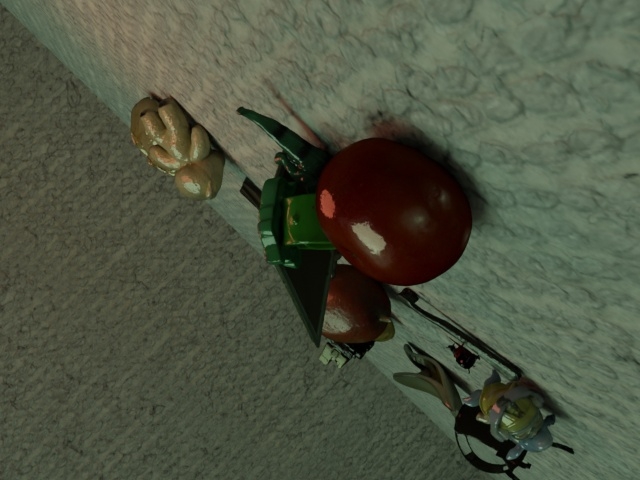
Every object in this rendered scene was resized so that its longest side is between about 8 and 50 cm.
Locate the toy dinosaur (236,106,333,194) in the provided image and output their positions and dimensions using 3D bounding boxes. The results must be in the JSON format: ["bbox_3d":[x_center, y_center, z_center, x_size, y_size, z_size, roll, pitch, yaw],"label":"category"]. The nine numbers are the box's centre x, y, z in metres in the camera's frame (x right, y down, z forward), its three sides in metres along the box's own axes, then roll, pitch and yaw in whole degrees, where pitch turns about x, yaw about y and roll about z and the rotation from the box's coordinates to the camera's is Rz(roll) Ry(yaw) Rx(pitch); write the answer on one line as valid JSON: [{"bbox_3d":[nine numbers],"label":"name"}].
[{"bbox_3d":[-0.016,-0.108,1.003,0.292,0.079,0.120,43,166,-12],"label":"toy dinosaur"}]

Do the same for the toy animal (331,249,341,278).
[{"bbox_3d":[0.016,-0.010,1.360,0.260,0.087,0.243,21,143,60],"label":"toy animal"}]

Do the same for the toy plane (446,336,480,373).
[{"bbox_3d":[0.282,0.225,1.275,0.060,0.037,0.145,33,-171,4],"label":"toy plane"}]

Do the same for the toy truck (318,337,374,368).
[{"bbox_3d":[0.099,0.277,1.845,0.127,0.127,0.257,36,-150,15],"label":"toy truck"}]

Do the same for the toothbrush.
[{"bbox_3d":[0.268,0.181,1.253,0.297,0.030,0.030,36,165,33],"label":"toothbrush"}]

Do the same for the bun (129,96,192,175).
[{"bbox_3d":[-0.446,-0.278,1.839,0.287,0.146,0.287,40,169,9],"label":"bun"}]

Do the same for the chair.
[{"bbox_3d":[0.410,0.435,1.387,0.213,0.174,0.149,18,152,45],"label":"chair"}]

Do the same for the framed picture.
[{"bbox_3d":[-0.035,0.007,1.088,0.019,0.232,0.296,-5,134,17],"label":"framed picture"}]

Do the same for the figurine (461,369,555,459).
[{"bbox_3d":[0.368,0.335,1.237,0.184,0.128,0.208,53,171,-37],"label":"figurine"}]

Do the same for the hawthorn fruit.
[{"bbox_3d":[0.083,0.156,1.500,0.251,0.199,0.199,9,147,53],"label":"hawthorn fruit"}]

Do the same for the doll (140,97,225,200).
[{"bbox_3d":[-0.350,-0.242,1.673,0.175,0.149,0.278,8,132,57],"label":"doll"}]

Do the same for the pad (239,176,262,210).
[{"bbox_3d":[-0.154,-0.090,1.888,0.220,0.004,0.330,44,171,-5],"label":"pad"}]

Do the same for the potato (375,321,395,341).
[{"bbox_3d":[0.135,0.212,1.770,0.107,0.080,0.170,-5,-136,-40],"label":"potato"}]

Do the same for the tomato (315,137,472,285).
[{"bbox_3d":[0.080,-0.030,0.747,0.195,0.136,0.195,42,170,9],"label":"tomato"}]

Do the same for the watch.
[{"bbox_3d":[-0.001,-0.030,0.911,0.152,0.131,0.165,-4,173,17],"label":"watch"}]

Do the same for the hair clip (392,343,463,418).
[{"bbox_3d":[0.326,0.411,1.849,0.282,0.113,0.172,28,163,42],"label":"hair clip"}]
